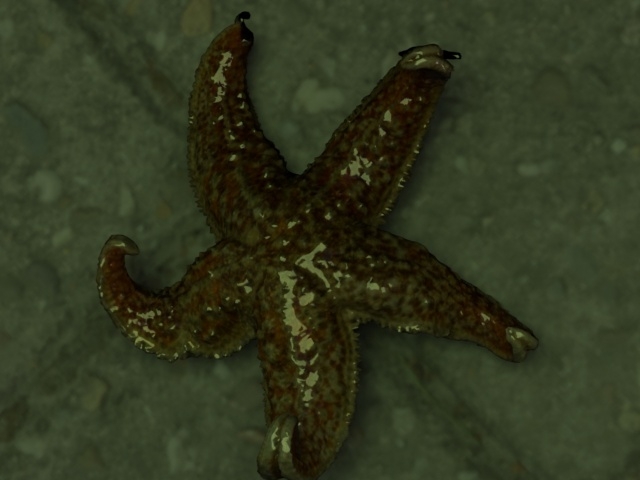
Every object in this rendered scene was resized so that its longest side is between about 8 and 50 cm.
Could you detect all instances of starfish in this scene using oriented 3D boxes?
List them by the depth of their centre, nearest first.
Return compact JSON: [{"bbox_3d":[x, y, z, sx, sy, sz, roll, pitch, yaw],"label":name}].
[{"bbox_3d":[0.002,-0.001,1.263,0.312,0.113,0.303,33,89,20],"label":"starfish"}]
